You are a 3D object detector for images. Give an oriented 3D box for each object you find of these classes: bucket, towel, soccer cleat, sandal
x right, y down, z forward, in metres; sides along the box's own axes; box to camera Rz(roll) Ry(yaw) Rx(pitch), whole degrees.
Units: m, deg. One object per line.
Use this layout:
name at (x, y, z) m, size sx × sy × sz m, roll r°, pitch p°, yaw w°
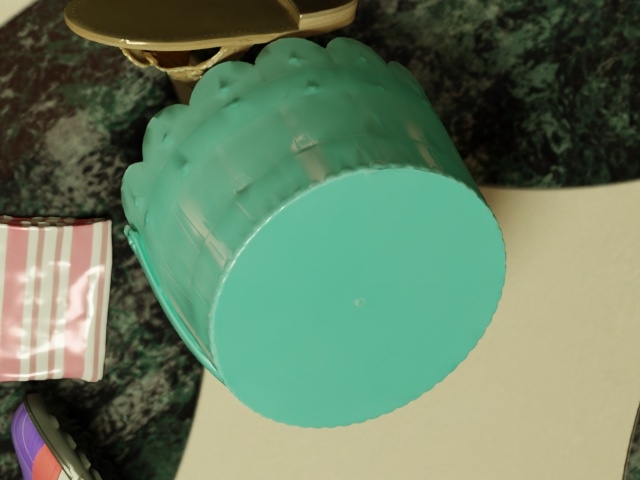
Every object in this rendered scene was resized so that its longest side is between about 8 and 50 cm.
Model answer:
bucket at (0.000, 0.000, 1.456) m, size 0.281 × 0.183 × 0.281 m, roll -12°, pitch 127°, yaw -16°
towel at (-0.268, 0.051, 1.519) m, size 0.197 × 0.029 × 0.144 m, roll 0°, pitch 108°, yaw -15°
soccer cleat at (-0.198, 0.274, 1.574) m, size 0.116 × 0.108 × 0.318 m, roll -26°, pitch 115°, yaw -2°
sandal at (-0.084, -0.153, 1.475) m, size 0.240 × 0.088 × 0.079 m, roll -10°, pitch 132°, yaw -22°
